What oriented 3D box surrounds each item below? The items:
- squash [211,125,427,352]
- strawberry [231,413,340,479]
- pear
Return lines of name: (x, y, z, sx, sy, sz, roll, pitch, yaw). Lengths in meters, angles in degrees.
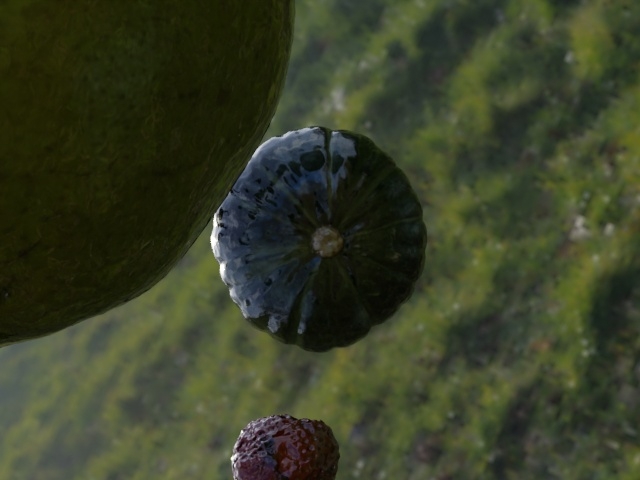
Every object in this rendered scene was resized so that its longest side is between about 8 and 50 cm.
squash: (-0.002, -0.001, 1.510, 0.218, 0.218, 0.172, -66, 15, -9)
strawberry: (-0.028, 0.168, 1.160, 0.096, 0.083, 0.083, 9, -73, -64)
pear: (-0.106, -0.068, 0.477, 0.198, 0.198, 0.198, -156, 90, -90)
